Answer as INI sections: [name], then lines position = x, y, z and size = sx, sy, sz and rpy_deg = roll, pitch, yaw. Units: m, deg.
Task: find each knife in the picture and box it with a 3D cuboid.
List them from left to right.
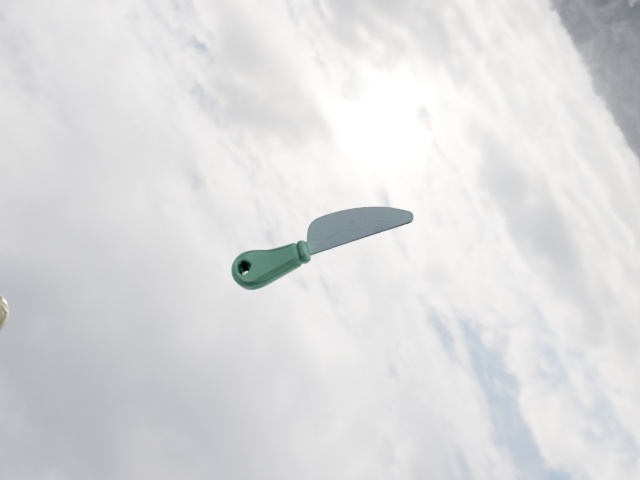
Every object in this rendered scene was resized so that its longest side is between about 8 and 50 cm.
[knife]
position = -0.001, -0.001, 0.975
size = 0.034, 0.260, 0.063
rpy_deg = 62, -173, -60

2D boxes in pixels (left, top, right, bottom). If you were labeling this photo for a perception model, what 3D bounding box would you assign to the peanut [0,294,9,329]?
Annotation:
[peanut]
position = -0.598, 0.105, 1.023
size = 0.274, 0.111, 0.125
rpy_deg = 13, -98, -27
